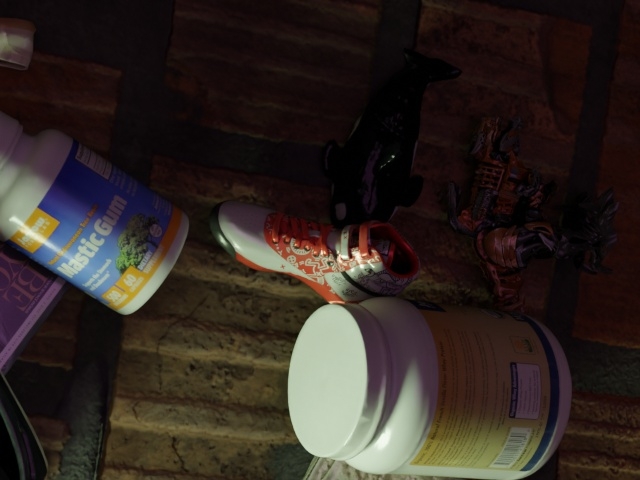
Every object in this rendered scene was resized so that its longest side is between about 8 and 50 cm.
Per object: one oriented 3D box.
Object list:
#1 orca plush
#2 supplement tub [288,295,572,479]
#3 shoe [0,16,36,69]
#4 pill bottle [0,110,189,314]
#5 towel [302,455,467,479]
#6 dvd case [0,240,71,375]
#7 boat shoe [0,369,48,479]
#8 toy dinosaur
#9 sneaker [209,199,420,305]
[{"bbox_3d":[0.107,-0.121,1.962,0.151,0.102,0.287,41,78,-18],"label":"orca plush"},{"bbox_3d":[0.140,0.192,1.901,0.316,0.228,0.228,8,89,-30],"label":"supplement tub"},{"bbox_3d":[-0.450,-0.243,1.756,0.219,0.076,0.058,3,86,-23],"label":"shoe"},{"bbox_3d":[-0.309,-0.039,1.779,0.272,0.152,0.152,33,81,-19],"label":"pill bottle"},{"bbox_3d":[0.099,0.373,2.009,0.282,0.049,0.187,31,82,-20],"label":"towel"},{"bbox_3d":[-0.441,0.054,1.804,0.221,0.018,0.164,39,78,-18],"label":"dvd case"},{"bbox_3d":[-0.479,0.134,1.707,0.186,0.156,0.500,-31,104,-6],"label":"boat shoe"},{"bbox_3d":[0.284,-0.011,2.038,0.218,0.164,0.322,-5,113,-6],"label":"toy dinosaur"},{"bbox_3d":[0.001,-0.001,1.893,0.270,0.145,0.090,31,50,-23],"label":"sneaker"}]
